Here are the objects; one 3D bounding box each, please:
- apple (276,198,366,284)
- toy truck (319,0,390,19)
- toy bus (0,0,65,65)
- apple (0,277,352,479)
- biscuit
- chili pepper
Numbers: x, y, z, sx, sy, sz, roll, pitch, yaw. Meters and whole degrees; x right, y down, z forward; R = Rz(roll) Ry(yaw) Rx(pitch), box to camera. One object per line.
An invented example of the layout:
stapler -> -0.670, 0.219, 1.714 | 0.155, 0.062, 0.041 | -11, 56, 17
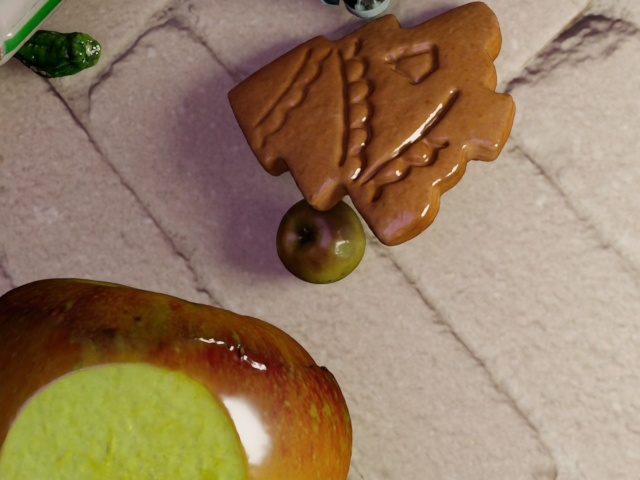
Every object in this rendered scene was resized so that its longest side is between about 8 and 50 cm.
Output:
apple -> 0.000, 0.000, 1.289 | 0.089, 0.074, 0.090 | -4, 79, 20
toy truck -> 0.105, -0.344, 1.275 | 0.338, 0.133, 0.185 | -11, 72, 11
toy bus -> -0.321, -0.333, 1.370 | 0.179, 0.143, 0.305 | 33, 62, 5
apple -> -0.172, 0.213, 1.159 | 0.383, 0.374, 0.374 | 12, 84, 26
biscuit -> 0.039, -0.128, 1.278 | 0.306, 0.043, 0.284 | 8, 63, 25
chili pepper -> -0.322, -0.234, 1.452 | 0.182, 0.050, 0.073 | 38, 100, 23
